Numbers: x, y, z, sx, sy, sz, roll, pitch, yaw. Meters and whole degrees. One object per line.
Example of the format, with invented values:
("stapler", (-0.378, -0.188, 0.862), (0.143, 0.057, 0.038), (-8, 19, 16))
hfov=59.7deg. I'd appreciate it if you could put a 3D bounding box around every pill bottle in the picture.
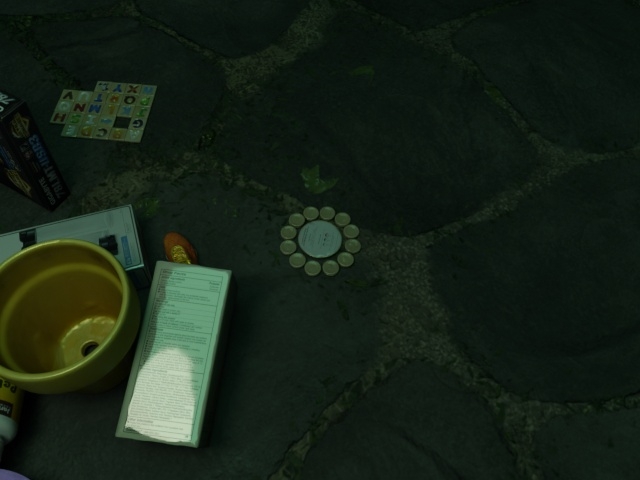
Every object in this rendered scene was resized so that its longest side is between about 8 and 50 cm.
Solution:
("pill bottle", (-0.581, 0.279, 0.966), (0.117, 0.117, 0.215), (-8, 48, -8))

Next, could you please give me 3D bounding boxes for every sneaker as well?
("sneaker", (-0.286, 0.045, 1.175), (0.064, 0.067, 0.175), (-25, 61, -15))

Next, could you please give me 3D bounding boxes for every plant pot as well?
("plant pot", (-0.437, 0.163, 0.992), (0.254, 0.239, 0.254), (1, 58, -2))

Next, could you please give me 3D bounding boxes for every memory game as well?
("memory game", (0.000, 0.000, 1.248), (0.186, 0.012, 0.186), (1, 59, -2))

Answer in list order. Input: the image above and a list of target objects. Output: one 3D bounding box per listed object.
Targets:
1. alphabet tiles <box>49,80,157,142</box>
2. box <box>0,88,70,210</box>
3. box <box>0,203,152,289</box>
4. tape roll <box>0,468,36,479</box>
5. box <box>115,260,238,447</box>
("alphabet tiles", (-0.556, -0.335, 1.427), (0.237, 0.009, 0.198), (5, 59, -1))
("box", (-0.709, -0.228, 1.186), (0.293, 0.295, 0.073), (26, 59, 11))
("box", (-0.513, 0.045, 1.150), (0.290, 0.087, 0.169), (-14, 60, -11))
("tape roll", (-0.535, 0.507, 0.867), (0.275, 0.090, 0.274), (2, 58, -3))
("box", (-0.250, 0.205, 1.012), (0.148, 0.121, 0.311), (9, 70, 2))
